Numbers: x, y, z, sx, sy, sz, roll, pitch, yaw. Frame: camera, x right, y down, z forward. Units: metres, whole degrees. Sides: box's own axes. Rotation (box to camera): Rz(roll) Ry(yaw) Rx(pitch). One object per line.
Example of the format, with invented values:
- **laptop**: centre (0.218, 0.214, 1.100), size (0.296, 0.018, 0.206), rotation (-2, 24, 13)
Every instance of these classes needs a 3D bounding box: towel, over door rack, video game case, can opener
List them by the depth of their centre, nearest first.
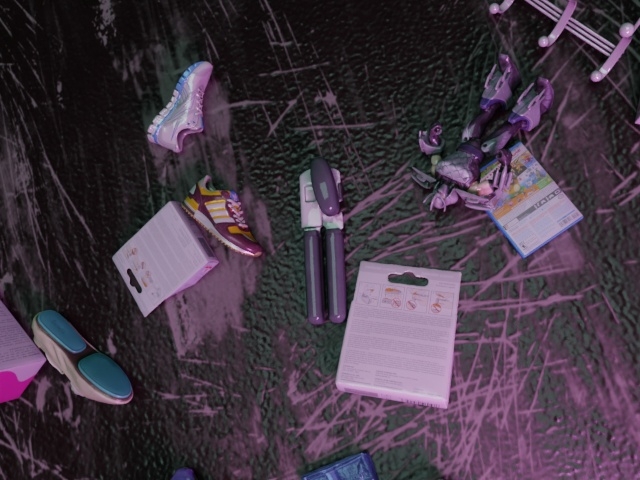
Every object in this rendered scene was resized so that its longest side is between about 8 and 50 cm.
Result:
- **over door rack**: centre (0.423, -0.434, 0.928), size (0.239, 0.324, 0.108), rotation (43, 53, 16)
- **towel**: centre (0.033, 0.395, 0.983), size (0.120, 0.029, 0.067), rotation (-24, 76, 6)
- **video game case**: centre (0.340, -0.069, 1.018), size (0.119, 0.015, 0.166), rotation (-35, 74, 4)
- **can opener**: centre (0.000, 0.000, 1.035), size (0.076, 0.095, 0.283), rotation (-5, 77, 12)

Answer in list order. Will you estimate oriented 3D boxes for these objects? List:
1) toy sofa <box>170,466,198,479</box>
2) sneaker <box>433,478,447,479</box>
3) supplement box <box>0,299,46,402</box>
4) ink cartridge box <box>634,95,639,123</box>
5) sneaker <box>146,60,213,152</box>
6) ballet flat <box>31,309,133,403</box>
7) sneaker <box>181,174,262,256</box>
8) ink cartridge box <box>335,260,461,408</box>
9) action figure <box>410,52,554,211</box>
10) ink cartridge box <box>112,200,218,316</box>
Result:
- **toy sofa**: centre (-0.287, 0.555, 0.957), size (0.177, 0.150, 0.362), rotation (39, 89, 15)
- **sneaker**: centre (0.133, 0.501, 0.906), size (0.118, 0.110, 0.292), rotation (12, 80, 25)
- **supplement box**: centre (-0.636, 0.189, 1.117), size (0.220, 0.114, 0.111), rotation (43, 105, 15)
- **ink cartridge box**: centre (0.571, -0.288, 0.947), size (0.082, 0.139, 0.190), rotation (14, 82, 13)
- **sneaker**: centre (-0.249, -0.254, 1.162), size (0.083, 0.071, 0.190), rotation (33, 95, 10)
- **ballet flat**: centre (-0.441, 0.228, 1.102), size (0.248, 0.086, 0.086), rotation (40, 89, 18)
- **sneaker**: centre (-0.167, -0.046, 1.095), size (0.185, 0.069, 0.083), rotation (37, 93, 15)
- **ink cartridge box**: centre (0.135, 0.153, 1.010), size (0.181, 0.056, 0.224), rotation (6, 62, 14)
- **action figure**: centre (0.262, -0.163, 1.006), size (0.185, 0.099, 0.285), rotation (34, 82, 27)
- **ink cartridge box**: centre (-0.293, 0.036, 1.131), size (0.179, 0.045, 0.145), rotation (-40, 73, 21)
